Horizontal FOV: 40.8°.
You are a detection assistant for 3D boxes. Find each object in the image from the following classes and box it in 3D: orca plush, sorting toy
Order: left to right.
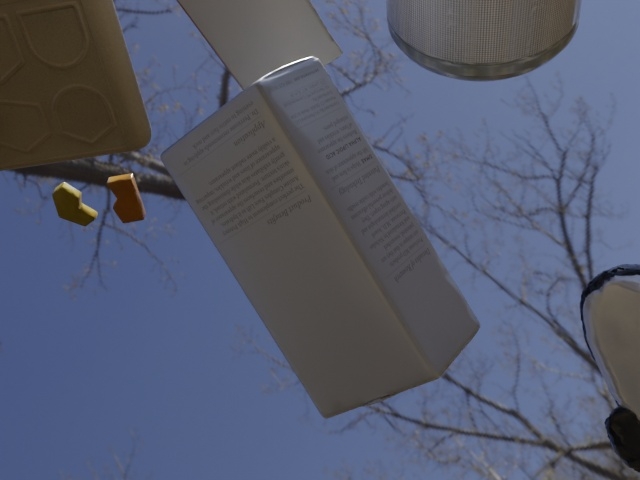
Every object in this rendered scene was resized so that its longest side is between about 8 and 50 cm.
[{"bbox_3d":[-0.331,-0.154,1.062,0.229,0.041,0.307,-10,-60,4],"label":"sorting toy"},{"bbox_3d":[0.307,0.114,0.602,0.102,0.287,0.151,-37,-25,-59],"label":"orca plush"}]

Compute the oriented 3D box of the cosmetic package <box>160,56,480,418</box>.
[{"bbox_3d":[0.000,0.000,0.616,0.117,0.231,0.085,-28,6,40],"label":"cosmetic package"}]

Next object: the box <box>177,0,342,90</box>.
[{"bbox_3d":[-0.072,-0.221,0.763,0.091,0.170,0.130,-33,-50,5],"label":"box"}]

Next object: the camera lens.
[{"bbox_3d":[0.175,-0.326,0.914,0.219,0.219,0.274,-30,-37,-16],"label":"camera lens"}]
